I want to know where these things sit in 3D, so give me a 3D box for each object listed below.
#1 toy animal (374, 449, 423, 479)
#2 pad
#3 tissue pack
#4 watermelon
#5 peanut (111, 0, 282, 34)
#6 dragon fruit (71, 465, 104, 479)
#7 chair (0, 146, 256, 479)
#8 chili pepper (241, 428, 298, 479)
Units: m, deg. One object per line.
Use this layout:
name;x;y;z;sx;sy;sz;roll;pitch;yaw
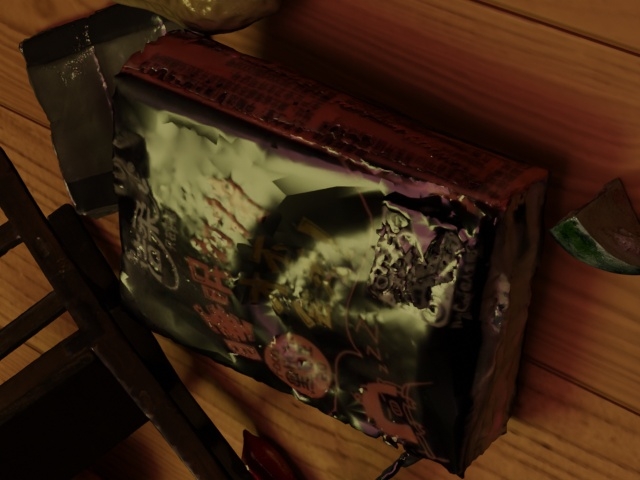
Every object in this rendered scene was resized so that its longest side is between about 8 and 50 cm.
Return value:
toy animal;0.044;0.268;1.266;0.070;0.079;0.253;22;122;35
pad;-0.162;-0.112;1.338;0.233;0.022;0.174;-10;101;45
tissue pack;0.000;0.000;1.145;0.332;0.123;0.245;23;128;27
watermelon;0.193;-0.010;1.032;0.085;0.085;0.061;17;89;39
peanut;-0.112;-0.214;1.190;0.214;0.090;0.099;23;153;33
dragon fruit;-0.288;0.285;1.486;0.307;0.227;0.243;5;129;39
chair;-0.223;0.167;1.298;0.416;0.240;0.203;53;178;22
chili pepper;-0.028;0.249;1.347;0.059;0.050;0.191;-38;74;49
